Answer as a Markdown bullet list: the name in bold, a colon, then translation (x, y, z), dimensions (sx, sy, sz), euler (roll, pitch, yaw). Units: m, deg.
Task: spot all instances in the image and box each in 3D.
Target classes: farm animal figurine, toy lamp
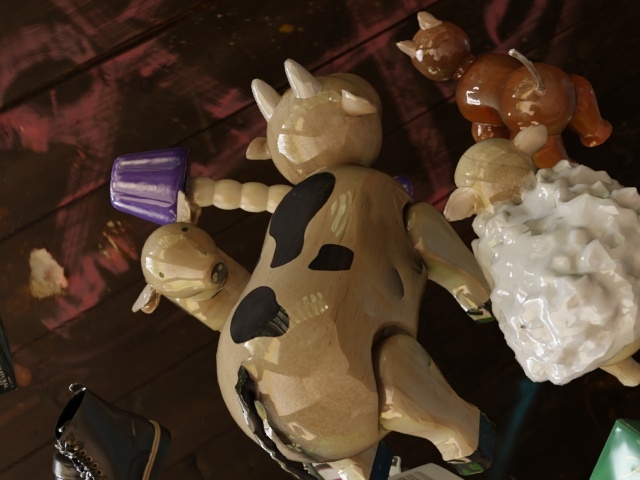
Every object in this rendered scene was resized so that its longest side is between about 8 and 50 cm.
- **farm animal figurine**: translation (0.000, 0.000, 0.476), dimensions (0.330, 0.327, 0.172), euler (-37, -61, 23)
- **toy lamp**: translation (-0.055, -0.041, 0.774), dimensions (0.274, 0.080, 0.080), euler (6, -80, -7)

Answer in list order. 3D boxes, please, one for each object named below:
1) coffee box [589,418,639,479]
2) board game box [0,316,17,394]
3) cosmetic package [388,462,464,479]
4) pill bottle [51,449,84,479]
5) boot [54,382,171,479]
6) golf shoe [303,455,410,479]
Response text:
- **coffee box**: translation (0.229, 0.236, 0.592), dimensions (0.040, 0.113, 0.184), euler (11, -77, -31)
- **board game box**: translation (-0.420, 0.082, 1.016), dimensions (0.026, 0.126, 0.186), euler (-18, -54, -17)
- **cosmetic package**: translation (0.109, 0.392, 0.964), dimensions (0.117, 0.085, 0.231), euler (-9, -77, -31)
- **pill bottle**: translation (-0.375, 0.439, 1.291), dimensions (0.122, 0.123, 0.219), euler (2, -84, -24)
- **boot**: translation (-0.255, 0.271, 0.917), dimensions (0.077, 0.198, 0.137), euler (-26, -51, 30)
- **golf shoe**: translation (0.071, 0.353, 1.163), dimensions (0.120, 0.273, 0.105), euler (-43, -61, -11)
